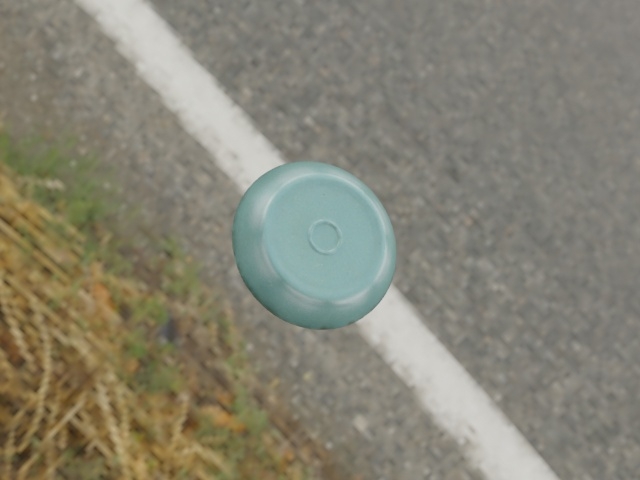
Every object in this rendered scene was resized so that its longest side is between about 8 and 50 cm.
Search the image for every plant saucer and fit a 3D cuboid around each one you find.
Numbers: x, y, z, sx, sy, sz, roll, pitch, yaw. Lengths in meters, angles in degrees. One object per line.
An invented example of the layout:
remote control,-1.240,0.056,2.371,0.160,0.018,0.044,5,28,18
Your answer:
plant saucer,0.000,0.000,1.114,0.119,0.021,0.119,6,72,-19
